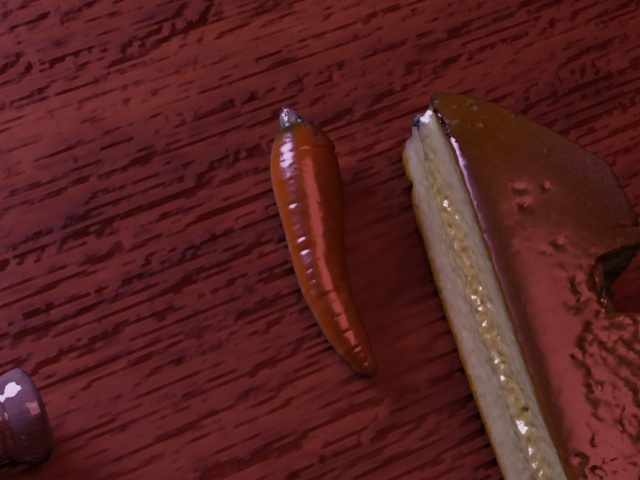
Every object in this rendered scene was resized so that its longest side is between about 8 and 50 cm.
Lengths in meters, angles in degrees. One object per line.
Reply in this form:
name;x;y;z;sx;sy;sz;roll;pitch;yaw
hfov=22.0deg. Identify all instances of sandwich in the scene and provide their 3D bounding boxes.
sandwich;0.113;0.033;0.764;0.088;0.090;0.244;-10;65;-13

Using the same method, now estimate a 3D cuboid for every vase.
vase;-0.168;0.088;0.701;0.101;0.053;0.053;-16;67;-23

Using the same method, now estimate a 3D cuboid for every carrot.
carrot;0.000;0.000;0.794;0.035;0.035;0.142;-8;72;-15
